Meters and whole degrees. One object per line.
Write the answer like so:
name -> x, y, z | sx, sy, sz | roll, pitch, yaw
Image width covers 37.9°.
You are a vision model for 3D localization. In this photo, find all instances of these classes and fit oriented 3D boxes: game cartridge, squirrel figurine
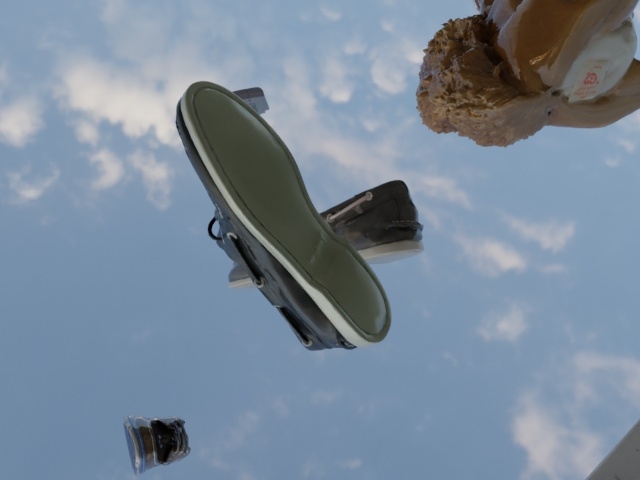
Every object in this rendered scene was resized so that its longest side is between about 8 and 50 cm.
game cartridge -> -0.103, -0.155, 1.086 | 0.083, 0.056, 0.017 | -16, -102, 1
squirrel figurine -> 0.306, -0.340, 1.510 | 0.397, 0.281, 0.370 | -35, -133, 6

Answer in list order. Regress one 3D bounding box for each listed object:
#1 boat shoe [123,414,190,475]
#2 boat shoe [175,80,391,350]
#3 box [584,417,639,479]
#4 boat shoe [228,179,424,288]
boat shoe -> -0.186, 0.227, 1.070 | 0.066, 0.183, 0.066 | -11, -99, -9
boat shoe -> -0.061, -0.012, 1.013 | 0.340, 0.113, 0.127 | 49, -139, -18
box -> 0.485, 0.241, 1.044 | 0.215, 0.345, 0.168 | 45, -157, 28
boat shoe -> 0.000, 0.000, 1.266 | 0.112, 0.335, 0.095 | 4, -104, -47
